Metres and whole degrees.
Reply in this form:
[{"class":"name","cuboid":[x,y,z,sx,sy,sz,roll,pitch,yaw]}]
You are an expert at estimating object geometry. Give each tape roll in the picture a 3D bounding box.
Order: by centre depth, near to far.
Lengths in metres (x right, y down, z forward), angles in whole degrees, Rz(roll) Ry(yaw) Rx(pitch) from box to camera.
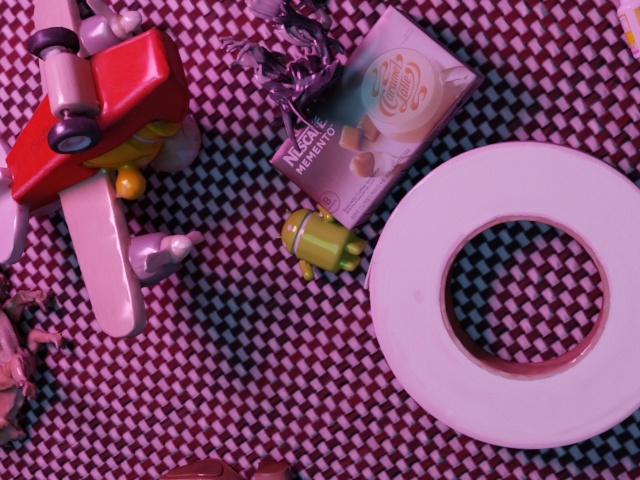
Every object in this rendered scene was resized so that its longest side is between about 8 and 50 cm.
[{"class":"tape roll","cuboid":[0.254,0.067,1.315,0.392,0.072,0.392,2,98,14]}]

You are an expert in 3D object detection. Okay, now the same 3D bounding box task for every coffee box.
[{"class":"coffee box","cuboid":[0.071,-0.152,1.317,0.141,0.098,0.246,42,105,6]}]

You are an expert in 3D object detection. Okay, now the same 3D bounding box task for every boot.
[{"class":"boot","cuboid":[-0.127,0.387,1.452,0.197,0.073,0.152,-1,101,17]}]

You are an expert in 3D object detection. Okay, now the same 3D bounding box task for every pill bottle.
[{"class":"pill bottle","cuboid":[0.383,-0.263,1.254,0.043,0.043,0.083,-21,92,15]}]

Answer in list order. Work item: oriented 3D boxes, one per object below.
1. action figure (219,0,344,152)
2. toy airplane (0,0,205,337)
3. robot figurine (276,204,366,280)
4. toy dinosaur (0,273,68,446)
[{"class":"action figure","cuboid":[-0.045,-0.245,1.259,0.141,0.164,0.276,17,58,-21]},{"class":"toy airplane","cuboid":[-0.288,-0.115,1.354,0.384,0.272,0.386,32,118,47]},{"class":"robot figurine","cuboid":[0.000,0.000,1.371,0.115,0.067,0.101,24,114,10]},{"class":"toy dinosaur","cuboid":[-0.480,0.153,1.486,0.200,0.127,0.296,-20,86,22]}]
